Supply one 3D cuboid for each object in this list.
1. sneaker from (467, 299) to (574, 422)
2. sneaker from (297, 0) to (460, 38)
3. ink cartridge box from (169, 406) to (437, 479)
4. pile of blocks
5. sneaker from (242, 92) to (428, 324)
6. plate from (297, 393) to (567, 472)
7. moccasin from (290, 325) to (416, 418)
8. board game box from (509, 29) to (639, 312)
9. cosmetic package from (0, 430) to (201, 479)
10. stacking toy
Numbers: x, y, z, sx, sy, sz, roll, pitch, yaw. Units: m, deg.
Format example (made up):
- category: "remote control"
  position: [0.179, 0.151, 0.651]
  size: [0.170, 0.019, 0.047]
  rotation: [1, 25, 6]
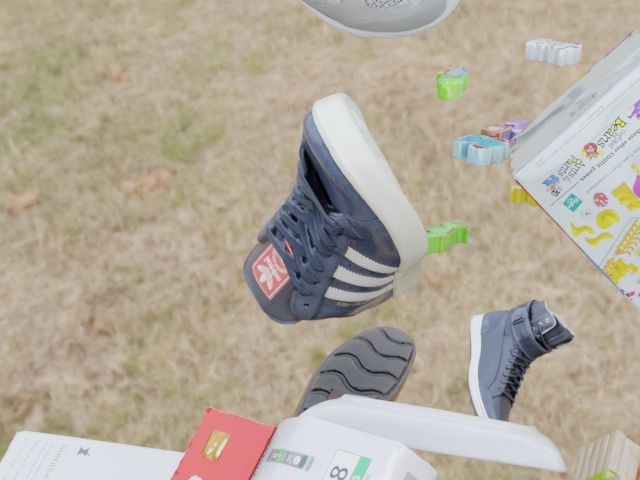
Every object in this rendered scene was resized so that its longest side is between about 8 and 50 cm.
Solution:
- category: "sneaker"
  position: [0.322, 0.196, 1.766]
  size: [0.163, 0.086, 0.226]
  rotation: [-19, 50, 29]
- category: "sneaker"
  position: [-0.010, -0.253, 0.942]
  size: [0.281, 0.105, 0.115]
  rotation: [23, -1, 21]
- category: "ink cartridge box"
  position: [-0.055, 0.196, 0.723]
  size: [0.225, 0.056, 0.181]
  rotation: [8, 62, 43]
- category: "pile of blocks"
  position: [0.509, 0.479, 1.866]
  size: [0.149, 0.113, 0.362]
  rotation: [-51, 12, 26]
- category: "sneaker"
  position: [0.000, 0.000, 0.934]
  size: [0.148, 0.350, 0.131]
  rotation: [-25, 69, -1]
- category: "plate"
  position: [0.133, 0.209, 1.225]
  size: [0.278, 0.045, 0.277]
  rotation: [8, -8, 13]
- category: "moccasin"
  position: [0.032, 0.294, 1.705]
  size: [0.139, 0.147, 0.380]
  rotation: [20, 61, 17]
- category: "board game box"
  position: [0.296, -0.014, 0.882]
  size: [0.144, 0.275, 0.142]
  rotation: [-42, 6, 17]
- category: "cosmetic package"
  position: [-0.255, 0.388, 1.422]
  size: [0.385, 0.156, 0.217]
  rotation: [-1, 44, 25]
- category: "stacking toy"
  position: [0.174, -0.091, 1.050]
  size: [0.052, 0.166, 0.221]
  rotation: [18, 28, 36]
